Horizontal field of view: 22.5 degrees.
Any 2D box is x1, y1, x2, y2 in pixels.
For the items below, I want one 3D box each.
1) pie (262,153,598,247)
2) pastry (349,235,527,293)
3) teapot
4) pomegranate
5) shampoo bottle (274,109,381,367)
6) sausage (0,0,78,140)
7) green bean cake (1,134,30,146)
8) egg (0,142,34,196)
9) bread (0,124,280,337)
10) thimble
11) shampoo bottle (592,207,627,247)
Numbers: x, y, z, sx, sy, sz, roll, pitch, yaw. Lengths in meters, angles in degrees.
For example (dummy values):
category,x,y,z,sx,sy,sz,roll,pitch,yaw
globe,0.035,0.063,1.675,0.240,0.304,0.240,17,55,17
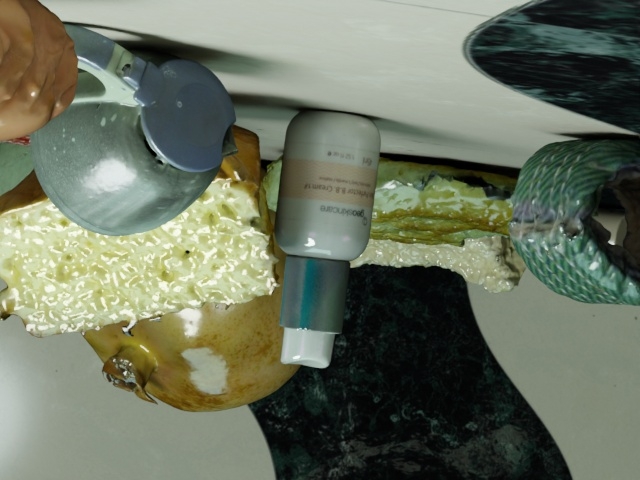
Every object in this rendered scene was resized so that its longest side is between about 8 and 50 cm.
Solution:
category,x,y,z,sx,sy,sz,roll,pitch,yaw
pie,0.090,-0.040,1.651,0.296,0.078,0.371,7,178,-33
pastry,0.131,-0.008,1.871,0.258,0.121,0.089,9,147,37
teapot,-0.111,-0.079,0.947,0.108,0.149,0.111,-16,-159,47
pomegranate,-0.145,0.056,1.861,0.319,0.319,0.319,7,179,0
shampoo bottle,0.000,0.000,1.210,0.074,0.192,0.074,7,178,0
sausage,-0.243,-0.092,0.811,0.289,0.086,0.086,4,178,33
green bean cake,-0.207,-0.096,1.114,0.135,0.056,0.136,8,180,36
egg,-0.204,-0.033,1.379,0.169,0.169,0.236,8,-179,-29
bread,-0.134,-0.016,1.200,0.229,0.143,0.139,-10,-153,15
thimble,0.210,-0.015,1.145,0.135,0.118,0.090,25,165,-27
shampoo bottle,0.263,-0.010,1.976,0.257,0.078,0.127,8,180,36
